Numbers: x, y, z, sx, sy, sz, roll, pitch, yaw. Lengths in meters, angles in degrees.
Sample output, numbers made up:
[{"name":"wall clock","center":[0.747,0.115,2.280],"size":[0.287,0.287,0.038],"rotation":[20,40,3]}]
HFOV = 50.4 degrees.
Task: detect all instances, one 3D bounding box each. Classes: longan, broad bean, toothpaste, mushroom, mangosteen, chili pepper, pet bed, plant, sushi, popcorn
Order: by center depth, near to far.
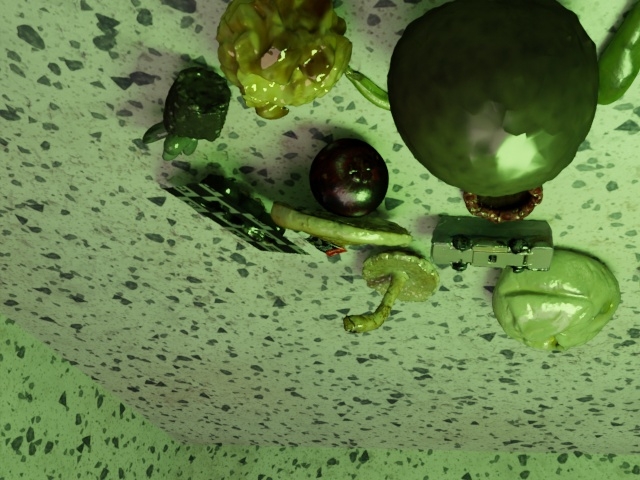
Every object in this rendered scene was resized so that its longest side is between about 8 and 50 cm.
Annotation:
[{"name":"longan","center":[0.316,-0.275,1.243],"size":[0.390,0.391,0.391],"rotation":[7,145,5]},{"name":"broad bean","center":[0.596,-0.376,1.303],"size":[0.075,0.067,0.325],"rotation":[2,147,-4]},{"name":"popcorn","center":[-0.071,-0.374,1.352],"size":[0.264,0.225,0.332],"rotation":[-7,156,-7]},{"name":"chili pepper","center":[0.129,-0.325,1.517],"size":[0.208,0.043,0.049],"rotation":[22,156,-15]},{"name":"plant","center":[-0.311,-0.279,1.601],"size":[0.146,0.149,0.274],"rotation":[26,145,-21]},{"name":"mangosteen","center":[0.067,-0.149,1.656],"size":[0.209,0.210,0.210],"rotation":[7,145,5]},{"name":"pet bed","center":[0.460,-0.114,1.725],"size":[0.201,0.054,0.201],"rotation":[11,147,8]},{"name":"sushi","center":[-0.212,-0.096,1.881],"size":[0.373,0.100,0.296],"rotation":[34,163,-30]},{"name":"mushroom","center":[0.200,0.169,2.008],"size":[0.233,0.302,0.208],"rotation":[33,174,-10]},{"name":"toothpaste","center":[0.000,0.000,2.014],"size":[0.071,0.045,0.193],"rotation":[-17,143,34]}]

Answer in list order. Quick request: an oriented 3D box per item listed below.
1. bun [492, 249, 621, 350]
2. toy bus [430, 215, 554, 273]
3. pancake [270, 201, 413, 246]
[{"name":"bun","center":[0.674,0.193,1.962],"size":[0.364,0.219,0.365],"rotation":[4,144,3]},{"name":"toy bus","center":[0.457,0.006,1.827],"size":[0.316,0.138,0.113],"rotation":[5,140,9]},{"name":"pancake","center":[0.053,-0.035,1.774],"size":[0.386,0.082,0.387],"rotation":[11,-175,-1]}]
